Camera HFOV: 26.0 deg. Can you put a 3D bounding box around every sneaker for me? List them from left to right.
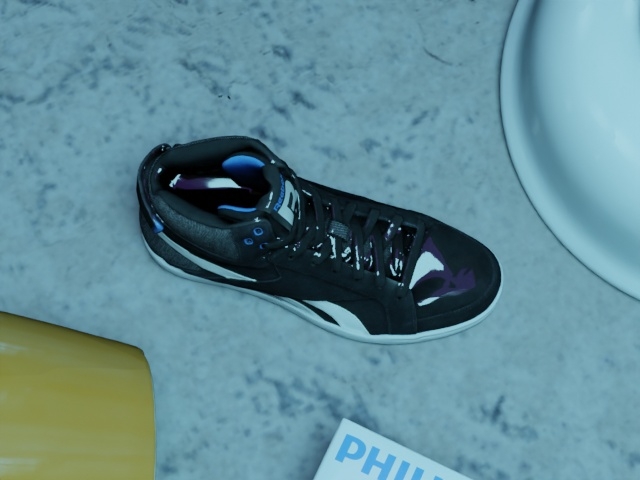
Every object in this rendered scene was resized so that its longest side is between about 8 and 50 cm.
[{"bbox_3d":[0.000,0.000,0.770,0.216,0.121,0.079,11,73,2],"label":"sneaker"}]

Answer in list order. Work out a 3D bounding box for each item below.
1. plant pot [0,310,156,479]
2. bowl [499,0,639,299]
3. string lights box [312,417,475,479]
[{"bbox_3d":[-0.186,0.114,0.704,0.187,0.205,0.205,3,72,-17],"label":"plant pot"},{"bbox_3d":[0.249,-0.108,0.779,0.297,0.134,0.298,-1,79,7],"label":"bowl"},{"bbox_3d":[0.014,0.241,0.717,0.133,0.077,0.260,24,73,8],"label":"string lights box"}]
